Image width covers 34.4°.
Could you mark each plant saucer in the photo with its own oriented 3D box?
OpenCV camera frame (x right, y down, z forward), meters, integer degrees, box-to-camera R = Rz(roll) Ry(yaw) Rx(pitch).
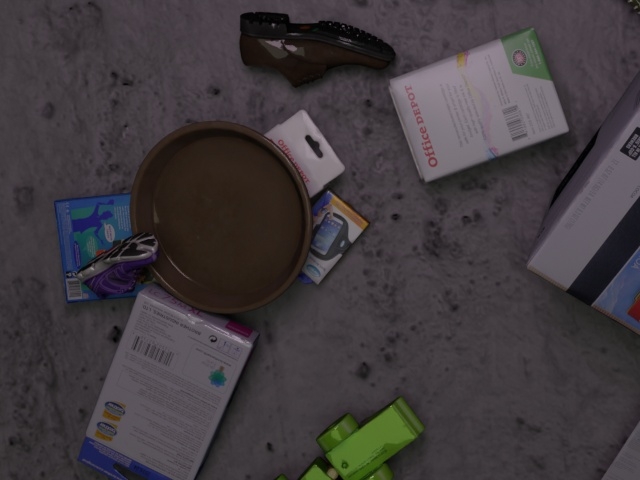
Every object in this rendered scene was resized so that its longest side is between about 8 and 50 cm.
[{"bbox_3d":[-0.140,-0.033,1.475,0.277,0.041,0.278,3,103,15],"label":"plant saucer"}]

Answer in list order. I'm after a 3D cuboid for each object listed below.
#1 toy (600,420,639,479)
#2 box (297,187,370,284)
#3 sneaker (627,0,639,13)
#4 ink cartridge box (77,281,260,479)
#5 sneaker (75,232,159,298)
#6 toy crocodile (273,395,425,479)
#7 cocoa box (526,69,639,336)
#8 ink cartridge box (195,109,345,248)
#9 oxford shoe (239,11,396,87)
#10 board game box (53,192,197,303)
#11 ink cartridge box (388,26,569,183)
[{"bbox_3d":[0.500,0.297,1.467,0.136,0.056,0.237,28,104,2],"label":"toy"},{"bbox_3d":[0.000,0.000,1.531,0.081,0.028,0.136,40,98,3],"label":"box"},{"bbox_3d":[0.436,-0.347,1.417,0.086,0.064,0.192,-10,93,17],"label":"sneaker"},{"bbox_3d":[-0.232,0.237,1.554,0.185,0.065,0.311,25,107,4],"label":"ink cartridge box"},{"bbox_3d":[-0.281,0.041,1.495,0.170,0.068,0.071,-23,109,44],"label":"sneaker"},{"bbox_3d":[0.007,0.357,1.533,0.340,0.105,0.115,-42,88,5],"label":"toy crocodile"},{"bbox_3d":[0.456,-0.078,1.291,0.228,0.231,0.347,31,126,4],"label":"cocoa box"},{"bbox_3d":[-0.067,-0.092,1.512,0.198,0.067,0.115,-35,90,12],"label":"ink cartridge box"},{"bbox_3d":[-0.005,-0.267,1.490,0.227,0.083,0.096,10,115,9],"label":"oxford shoe"},{"bbox_3d":[-0.288,0.007,1.565,0.210,0.047,0.160,-5,95,10],"label":"board game box"},{"bbox_3d":[0.219,-0.186,1.447,0.212,0.093,0.154,-20,91,9],"label":"ink cartridge box"}]
